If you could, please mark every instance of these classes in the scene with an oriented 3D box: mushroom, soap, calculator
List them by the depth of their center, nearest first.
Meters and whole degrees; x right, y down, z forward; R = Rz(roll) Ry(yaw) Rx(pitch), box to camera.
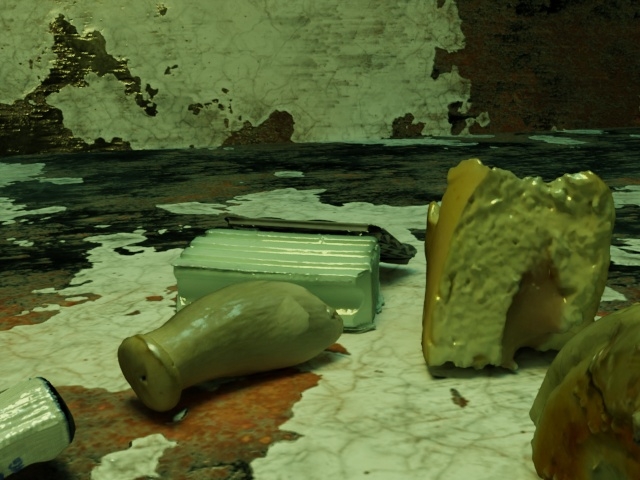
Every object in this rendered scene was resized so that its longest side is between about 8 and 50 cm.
[{"bbox_3d":[-0.093,0.100,0.737,0.247,0.108,0.096,-11,-22,-41],"label":"mushroom"},{"bbox_3d":[-0.047,0.052,0.927,0.261,0.094,0.150,4,21,10],"label":"soap"},{"bbox_3d":[0.000,-0.001,1.086,0.274,0.028,0.166,4,-13,29],"label":"calculator"}]

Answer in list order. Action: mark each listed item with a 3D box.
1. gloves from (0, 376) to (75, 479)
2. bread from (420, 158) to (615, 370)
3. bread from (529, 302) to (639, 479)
[{"bbox_3d":[-0.292,0.165,0.502,0.229,0.097,0.119,-7,11,-40],"label":"gloves"},{"bbox_3d":[0.210,0.022,0.809,0.184,0.224,0.211,6,8,4],"label":"bread"},{"bbox_3d":[0.250,0.130,0.422,0.171,0.192,0.314,-5,16,-10],"label":"bread"}]
